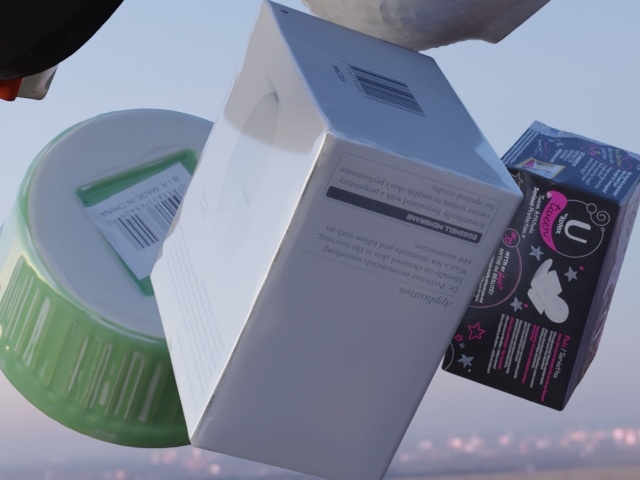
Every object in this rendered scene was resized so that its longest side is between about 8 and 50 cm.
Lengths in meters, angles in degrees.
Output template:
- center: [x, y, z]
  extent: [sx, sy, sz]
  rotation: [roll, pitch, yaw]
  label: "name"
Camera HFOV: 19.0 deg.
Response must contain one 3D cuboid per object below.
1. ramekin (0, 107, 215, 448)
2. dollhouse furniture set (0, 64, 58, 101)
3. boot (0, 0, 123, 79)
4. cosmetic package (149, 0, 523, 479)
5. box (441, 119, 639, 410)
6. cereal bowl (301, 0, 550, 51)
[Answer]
- center: [-0.153, 0.024, 1.756]
  extent: [0.303, 0.303, 0.148]
  rotation: [-1, -35, -20]
  label: "ramekin"
- center: [-0.163, -0.212, 1.062]
  extent: [0.262, 0.259, 0.135]
  rotation: [22, 4, 14]
  label: "dollhouse furniture set"
- center: [-0.133, -0.223, 0.945]
  extent: [0.112, 0.305, 0.115]
  rotation: [-18, 49, -42]
  label: "boot"
- center: [0.000, 0.000, 1.241]
  extent: [0.138, 0.225, 0.224]
  rotation: [17, 23, -20]
  label: "cosmetic package"
- center: [0.241, 0.025, 2.012]
  extent: [0.142, 0.247, 0.163]
  rotation: [20, 26, 15]
  label: "box"
- center: [0.144, -0.246, 1.381]
  extent: [0.339, 0.141, 0.339]
  rotation: [-41, 2, 2]
  label: "cereal bowl"
